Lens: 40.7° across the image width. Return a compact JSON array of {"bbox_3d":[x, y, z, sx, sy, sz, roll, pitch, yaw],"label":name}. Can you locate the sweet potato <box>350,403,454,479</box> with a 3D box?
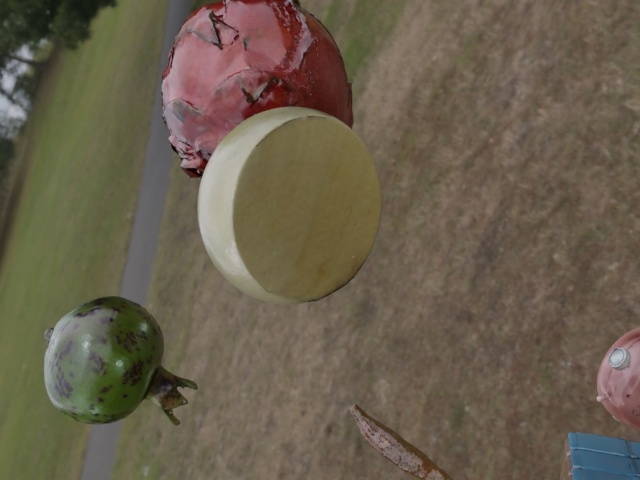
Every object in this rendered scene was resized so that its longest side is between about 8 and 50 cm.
[{"bbox_3d":[0.185,0.490,1.975,0.072,0.314,0.066,-41,-27,-31],"label":"sweet potato"}]

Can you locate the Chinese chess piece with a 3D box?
[{"bbox_3d":[-0.038,-0.044,1.098,0.097,0.250,0.251,14,86,53],"label":"Chinese chess piece"}]

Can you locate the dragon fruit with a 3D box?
[{"bbox_3d":[-0.099,-0.210,1.276,0.295,0.295,0.302,-172,67,-70],"label":"dragon fruit"}]

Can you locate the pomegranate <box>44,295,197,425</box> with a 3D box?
[{"bbox_3d":[-0.322,0.203,1.389,0.211,0.263,0.211,-60,11,19],"label":"pomegranate"}]

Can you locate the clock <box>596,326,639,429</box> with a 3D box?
[{"bbox_3d":[0.704,0.296,1.831,0.227,0.241,0.142,-56,29,4],"label":"clock"}]

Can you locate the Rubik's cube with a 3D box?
[{"bbox_3d":[0.480,0.448,1.314,0.224,0.231,0.222,-34,-50,-75],"label":"Rubik's cube"}]
